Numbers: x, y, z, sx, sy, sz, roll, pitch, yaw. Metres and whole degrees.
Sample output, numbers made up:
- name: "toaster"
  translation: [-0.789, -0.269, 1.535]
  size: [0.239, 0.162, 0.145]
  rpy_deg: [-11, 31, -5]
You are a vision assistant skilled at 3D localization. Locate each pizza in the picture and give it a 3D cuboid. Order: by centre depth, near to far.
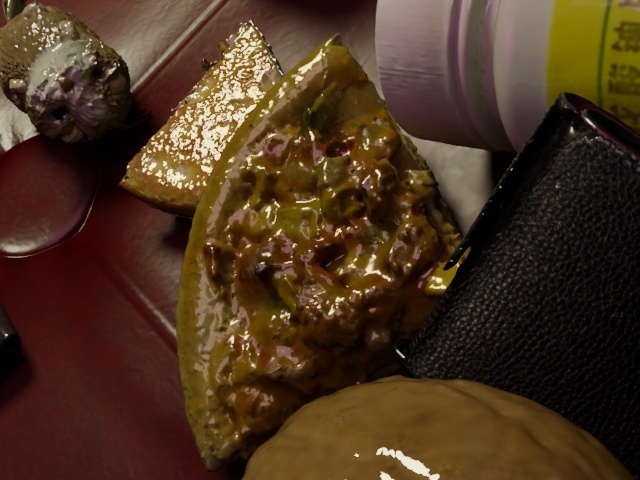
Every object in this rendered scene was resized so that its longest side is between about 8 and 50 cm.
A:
- name: "pizza"
  translation: [-0.032, 0.009, 1.065]
  size: [0.268, 0.087, 0.258]
  rpy_deg: [-35, 63, 11]
- name: "pizza"
  translation: [-0.062, -0.100, 1.192]
  size: [0.201, 0.053, 0.193]
  rpy_deg: [6, 66, 26]

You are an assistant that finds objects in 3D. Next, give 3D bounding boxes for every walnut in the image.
- name: "walnut"
  translation: [0.063, 0.233, 0.785]
  size: [0.333, 0.333, 0.333]
  rpy_deg: [-14, 57, 22]

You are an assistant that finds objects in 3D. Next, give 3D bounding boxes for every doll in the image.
- name: "doll"
  translation: [-0.258, -0.166, 1.303]
  size: [0.221, 0.115, 0.105]
  rpy_deg: [39, 96, 37]

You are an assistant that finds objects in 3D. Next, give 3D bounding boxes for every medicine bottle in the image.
- name: "medicine bottle"
  translation: [0.244, -0.134, 0.938]
  size: [0.379, 0.213, 0.213]
  rpy_deg: [12, 70, 35]

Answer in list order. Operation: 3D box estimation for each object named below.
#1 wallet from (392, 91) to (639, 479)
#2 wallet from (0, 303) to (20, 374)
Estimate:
- name: "wallet"
  translation: [0.196, 0.067, 0.847]
  size: [0.262, 0.071, 0.221]
  rpy_deg: [38, 112, 15]
- name: "wallet"
  translation: [-0.383, 0.082, 1.275]
  size: [0.182, 0.049, 0.229]
  rpy_deg: [-43, 49, 5]
